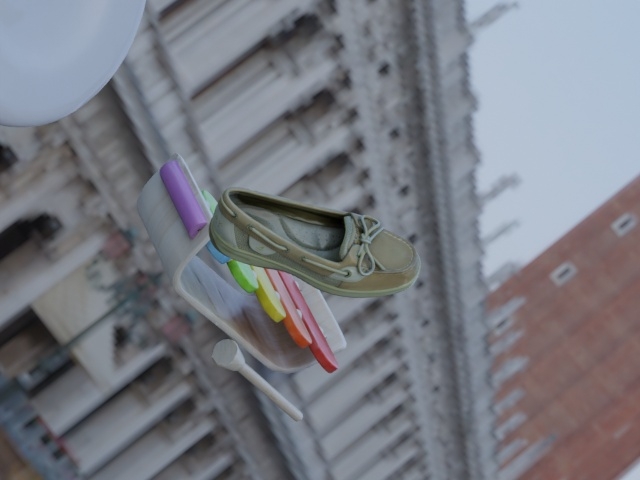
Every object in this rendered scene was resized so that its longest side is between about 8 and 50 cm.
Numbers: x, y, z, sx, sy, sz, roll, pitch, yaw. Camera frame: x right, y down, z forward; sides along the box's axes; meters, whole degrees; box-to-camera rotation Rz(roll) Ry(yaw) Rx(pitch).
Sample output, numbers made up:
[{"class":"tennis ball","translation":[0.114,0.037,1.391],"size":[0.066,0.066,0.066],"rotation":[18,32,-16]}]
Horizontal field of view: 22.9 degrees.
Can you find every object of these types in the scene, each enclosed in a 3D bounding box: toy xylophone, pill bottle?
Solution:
[{"class":"toy xylophone","translation":[-0.075,0.058,1.660],"size":[0.236,0.081,0.323],"rotation":[59,9,29]},{"class":"pill bottle","translation":[-0.251,-0.169,0.909],"size":[0.283,0.161,0.161],"rotation":[17,-31,35]}]

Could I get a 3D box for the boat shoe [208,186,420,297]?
[{"class":"boat shoe","translation":[0.000,-0.002,1.107],"size":[0.153,0.056,0.048],"rotation":[17,-35,-6]}]
